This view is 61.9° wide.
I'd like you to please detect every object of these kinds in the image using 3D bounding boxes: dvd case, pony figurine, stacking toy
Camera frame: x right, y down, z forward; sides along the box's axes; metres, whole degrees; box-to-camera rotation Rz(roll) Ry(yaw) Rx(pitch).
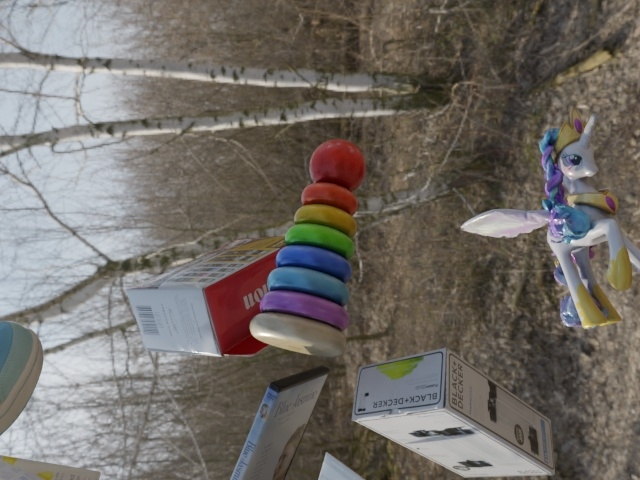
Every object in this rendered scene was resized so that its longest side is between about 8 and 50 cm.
[{"bbox_3d":[-0.073,0.324,0.842,0.180,0.022,0.252,9,-76,-64],"label":"dvd case"},{"bbox_3d":[0.479,-0.019,1.016,0.351,0.303,0.363,107,149,-68],"label":"pony figurine"},{"bbox_3d":[0.000,0.000,0.809,0.141,0.141,0.330,95,-172,-71],"label":"stacking toy"}]

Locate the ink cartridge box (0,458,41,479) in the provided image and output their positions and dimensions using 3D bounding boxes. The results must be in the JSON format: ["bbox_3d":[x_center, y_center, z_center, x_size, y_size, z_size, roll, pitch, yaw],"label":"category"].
[{"bbox_3d":[-0.725,0.544,1.195,0.046,0.207,0.097,-39,-35,-66],"label":"ink cartridge box"}]

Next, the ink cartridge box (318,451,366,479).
[{"bbox_3d":[0.092,0.616,1.124,0.060,0.275,0.238,9,-80,-52],"label":"ink cartridge box"}]

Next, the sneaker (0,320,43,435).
[{"bbox_3d":[-0.413,0.136,0.506,0.319,0.127,0.208,-68,-28,-56],"label":"sneaker"}]

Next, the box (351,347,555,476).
[{"bbox_3d":[0.207,0.274,0.814,0.169,0.290,0.087,-26,40,42],"label":"box"}]

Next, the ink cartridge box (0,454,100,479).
[{"bbox_3d":[-0.805,0.709,1.367,0.160,0.385,0.279,134,150,-56],"label":"ink cartridge box"}]

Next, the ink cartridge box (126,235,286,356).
[{"bbox_3d":[-0.148,0.093,1.025,0.309,0.272,0.129,-30,-68,-53],"label":"ink cartridge box"}]
